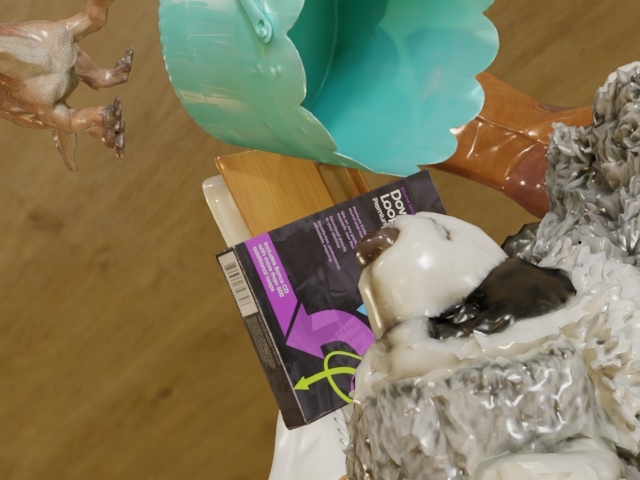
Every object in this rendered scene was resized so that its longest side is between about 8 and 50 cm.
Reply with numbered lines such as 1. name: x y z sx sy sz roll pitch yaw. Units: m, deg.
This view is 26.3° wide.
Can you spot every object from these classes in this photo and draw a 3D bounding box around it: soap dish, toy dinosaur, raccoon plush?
1. soap dish: 0.000 0.000 1.425 0.118 0.291 0.229 -26 90 12
2. toy dinosaur: -0.261 -0.145 1.140 0.200 0.127 0.296 3 166 -4
3. raccoon plush: 0.215 0.108 0.614 0.446 0.299 0.216 28 139 4

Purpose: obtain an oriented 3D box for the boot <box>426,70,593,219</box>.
1. boot: 0.248 -0.145 1.518 0.280 0.264 0.096 27 163 31

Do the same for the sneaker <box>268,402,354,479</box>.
1. sneaker: 0.018 0.230 1.357 0.123 0.290 0.106 -10 131 25

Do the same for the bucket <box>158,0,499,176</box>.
1. bucket: 0.007 -0.193 1.186 0.183 0.281 0.281 10 139 39

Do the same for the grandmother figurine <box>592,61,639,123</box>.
1. grandmother figurine: 0.355 -0.094 0.931 0.342 0.208 0.104 -2 131 27

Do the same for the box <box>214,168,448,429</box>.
1. box: 0.025 0.033 0.852 0.029 0.162 0.116 -23 90 55
